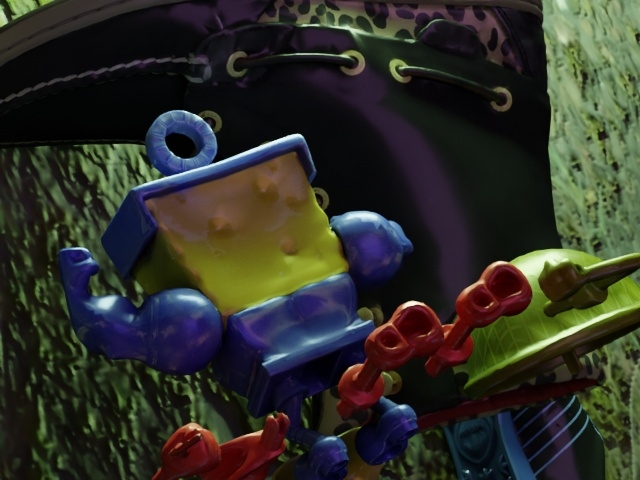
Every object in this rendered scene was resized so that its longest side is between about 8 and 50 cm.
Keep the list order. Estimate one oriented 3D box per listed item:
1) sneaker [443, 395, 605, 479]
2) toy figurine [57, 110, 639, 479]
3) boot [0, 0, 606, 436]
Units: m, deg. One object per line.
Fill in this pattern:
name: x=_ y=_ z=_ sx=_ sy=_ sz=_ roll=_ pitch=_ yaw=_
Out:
sneaker: x=0.136 y=0.116 z=1.179 sx=0.090 sy=0.081 sz=0.232 roll=0 pitch=75 yaw=-39
toy figurine: x=0.000 y=0.000 z=0.903 sx=0.362 sy=0.191 sz=0.217 roll=-22 pitch=66 yaw=-28
boot: x=-0.013 y=-0.017 z=1.070 sx=0.377 sy=0.138 sz=0.284 roll=-8 pitch=77 yaw=-20
